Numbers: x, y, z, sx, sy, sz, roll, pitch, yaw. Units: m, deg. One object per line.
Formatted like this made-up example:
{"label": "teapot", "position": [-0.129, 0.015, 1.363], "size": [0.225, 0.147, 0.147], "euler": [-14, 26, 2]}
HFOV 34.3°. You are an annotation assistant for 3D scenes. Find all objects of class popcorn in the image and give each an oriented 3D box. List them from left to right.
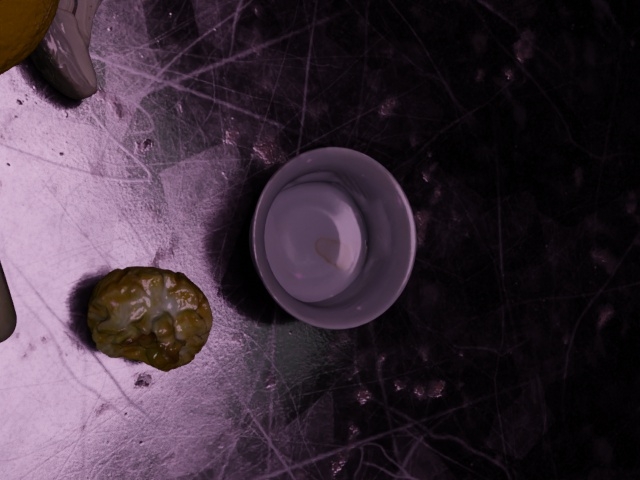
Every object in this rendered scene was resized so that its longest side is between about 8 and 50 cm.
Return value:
{"label": "popcorn", "position": [-0.305, 0.138, 1.857], "size": [0.221, 0.204, 0.183], "euler": [14, 60, -8]}

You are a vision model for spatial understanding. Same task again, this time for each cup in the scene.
{"label": "cup", "position": [0.000, 0.000, 2.029], "size": [0.347, 0.163, 0.347], "euler": [2, 85, -25]}

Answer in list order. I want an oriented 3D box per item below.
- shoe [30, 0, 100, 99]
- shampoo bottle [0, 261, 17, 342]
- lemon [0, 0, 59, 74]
{"label": "shoe", "position": [-0.447, -0.433, 1.862], "size": [0.211, 0.132, 0.342], "euler": [-28, 95, -21]}
{"label": "shampoo bottle", "position": [-0.660, 0.076, 1.628], "size": [0.317, 0.322, 0.322], "euler": [-18, 95, -18]}
{"label": "lemon", "position": [-0.481, -0.360, 1.427], "size": [0.253, 0.253, 0.310], "euler": [32, 76, -20]}
